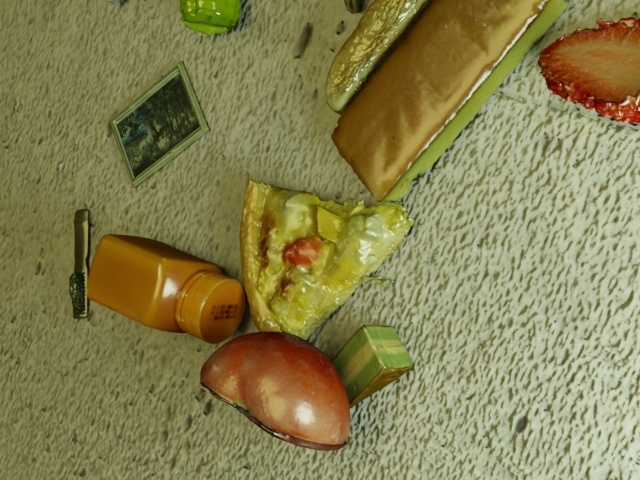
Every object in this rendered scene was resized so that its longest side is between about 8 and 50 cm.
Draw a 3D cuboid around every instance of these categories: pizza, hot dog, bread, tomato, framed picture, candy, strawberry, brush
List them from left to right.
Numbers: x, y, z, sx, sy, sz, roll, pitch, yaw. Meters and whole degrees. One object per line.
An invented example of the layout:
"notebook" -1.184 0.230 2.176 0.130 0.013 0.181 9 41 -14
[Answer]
"brush" -0.417 0.039 1.781 0.034 0.027 0.190 -6 79 31
"framed picture" -0.274 -0.193 1.728 0.183 0.011 0.142 -33 66 25
"candy" -0.169 -0.432 1.649 0.097 0.097 0.209 -3 75 33
"tomato" -0.042 0.185 1.407 0.228 0.199 0.112 29 99 25
"pizza" 0.000 0.000 1.481 0.287 0.075 0.280 -25 71 29
"bread" 0.044 0.178 1.420 0.139 0.084 0.074 -36 67 26
"hot dog" 0.088 -0.284 1.458 0.073 0.084 0.242 47 110 28
"bread" 0.165 -0.225 1.401 0.361 0.077 0.138 -50 61 17
"strawberry" 0.379 -0.211 1.267 0.167 0.087 0.208 -45 34 -2

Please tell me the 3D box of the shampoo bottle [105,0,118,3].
"shampoo bottle" -0.298 -0.504 1.761 0.227 0.056 0.086 -36 63 24

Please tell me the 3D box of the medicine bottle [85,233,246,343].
"medicine bottle" -0.229 0.074 1.576 0.222 0.149 0.112 20 96 34

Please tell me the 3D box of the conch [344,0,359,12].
"conch" 0.052 -0.460 1.470 0.114 0.137 0.234 -21 91 2
